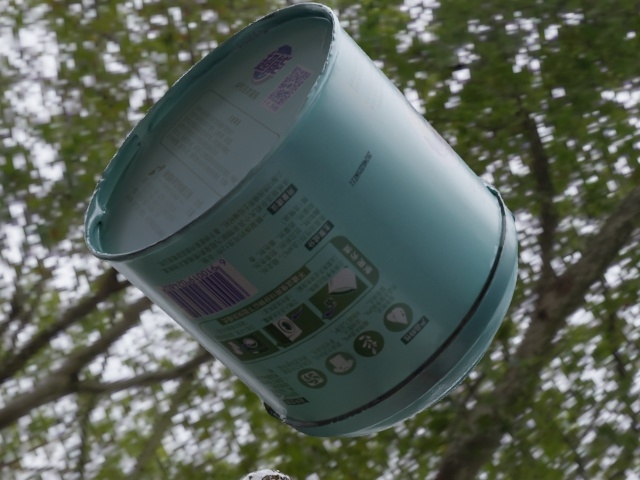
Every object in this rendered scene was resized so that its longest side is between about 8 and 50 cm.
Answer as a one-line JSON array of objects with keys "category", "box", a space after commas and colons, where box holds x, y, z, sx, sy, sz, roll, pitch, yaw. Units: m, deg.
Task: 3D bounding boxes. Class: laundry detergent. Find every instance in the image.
[{"category": "laundry detergent", "box": [0.000, 0.000, 1.300, 0.287, 0.287, 0.305, -25, -57, 35]}]

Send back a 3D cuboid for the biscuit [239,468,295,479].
[{"category": "biscuit", "box": [-0.047, 0.335, 1.510, 0.036, 0.212, 0.212, -16, -88, 28]}]
